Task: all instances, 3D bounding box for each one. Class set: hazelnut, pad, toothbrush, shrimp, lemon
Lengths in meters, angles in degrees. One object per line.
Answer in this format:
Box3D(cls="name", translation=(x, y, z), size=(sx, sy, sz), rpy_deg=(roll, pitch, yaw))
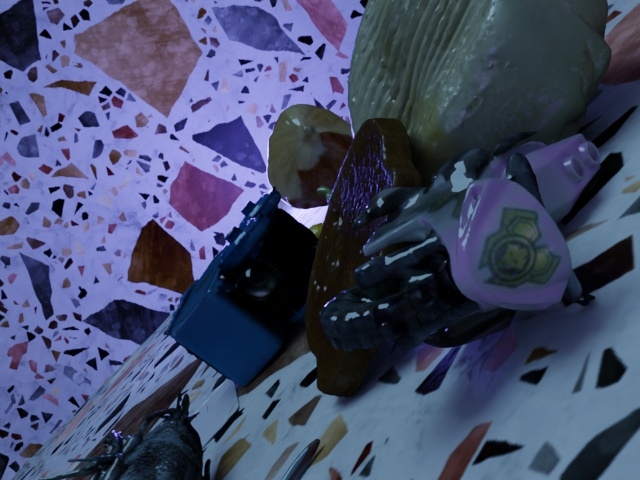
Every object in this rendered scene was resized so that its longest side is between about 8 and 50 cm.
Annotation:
Box3D(cls="hazelnut", translation=(-0.011, -0.207, 1.904), size=(0.261, 0.261, 0.241), rpy_deg=(-45, -20, 5))
Box3D(cls="pad", translation=(-0.185, 0.287, 1.242), size=(0.156, 0.004, 0.232), rpy_deg=(-47, 8, -4))
Box3D(cls="toothbrush", translation=(-0.058, 0.258, 0.726), size=(0.193, 0.013, 0.019), rpy_deg=(-50, 1, -23))
Box3D(cls="shrimp", translation=(-0.211, 0.268, 0.902), size=(0.137, 0.172, 0.372), rpy_deg=(-50, 15, 6))
Box3D(cls="lemon", translation=(0.000, 0.000, 1.497), size=(0.092, 0.065, 0.065), rpy_deg=(-47, 8, 9))

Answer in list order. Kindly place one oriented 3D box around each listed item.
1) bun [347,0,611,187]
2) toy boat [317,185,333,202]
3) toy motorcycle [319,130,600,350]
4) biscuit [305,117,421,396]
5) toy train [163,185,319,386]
Box3D(cls="bun", translation=(0.185, -0.205, 0.927), size=(0.365, 0.219, 0.365), rpy_deg=(-41, 44, 54))
Box3D(cls="toy boat", translation=(0.098, -0.075, 1.278), size=(0.108, 0.099, 0.293), rpy_deg=(-48, 16, -25))
Box3D(cls="toy motorcycle", translation=(0.144, -0.010, 0.639), size=(0.188, 0.143, 0.327), rpy_deg=(-25, 6, 45))
Box3D(cls="biscuit", translation=(0.044, 0.011, 0.846), size=(0.257, 0.049, 0.273), rpy_deg=(-106, 29, -64))
Box3D(cls="toy train", translation=(-0.108, 0.076, 1.296), size=(0.265, 0.188, 0.300), rpy_deg=(-48, 10, 18))
